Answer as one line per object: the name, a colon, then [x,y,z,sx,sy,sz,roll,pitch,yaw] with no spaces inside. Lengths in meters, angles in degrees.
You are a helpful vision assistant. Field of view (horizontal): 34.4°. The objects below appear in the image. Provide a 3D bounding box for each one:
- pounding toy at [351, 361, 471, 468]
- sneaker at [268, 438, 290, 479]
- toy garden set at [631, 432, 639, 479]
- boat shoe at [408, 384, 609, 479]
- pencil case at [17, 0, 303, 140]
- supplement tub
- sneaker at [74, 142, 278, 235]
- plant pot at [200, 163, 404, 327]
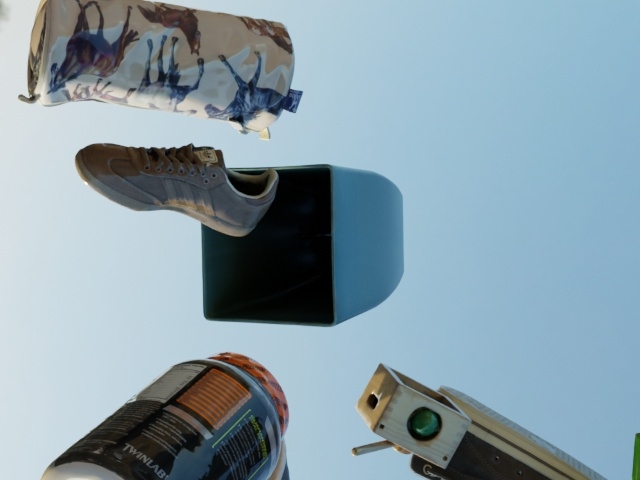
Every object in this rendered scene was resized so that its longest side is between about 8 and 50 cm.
pounding toy: [0.105,0.234,1.315,0.100,0.130,0.141,-61,-168,2]
sneaker: [-0.082,0.431,1.681,0.104,0.147,0.296,-17,-133,8]
toy garden set: [0.535,0.253,1.352,0.244,0.204,0.049,-6,-160,-11]
boat shoe: [0.351,0.402,1.531,0.156,0.500,0.187,-60,163,1]
pencil case: [-0.234,-0.257,1.516,0.160,0.410,0.184,0,-92,60]
supplement tub: [-0.184,0.284,1.319,0.207,0.207,0.338,-25,-174,31]
sneaker: [-0.123,-0.062,0.916,0.071,0.188,0.066,-51,-136,26]
plant pot: [0.000,0.000,1.175,0.165,0.166,0.234,0,-177,30]
